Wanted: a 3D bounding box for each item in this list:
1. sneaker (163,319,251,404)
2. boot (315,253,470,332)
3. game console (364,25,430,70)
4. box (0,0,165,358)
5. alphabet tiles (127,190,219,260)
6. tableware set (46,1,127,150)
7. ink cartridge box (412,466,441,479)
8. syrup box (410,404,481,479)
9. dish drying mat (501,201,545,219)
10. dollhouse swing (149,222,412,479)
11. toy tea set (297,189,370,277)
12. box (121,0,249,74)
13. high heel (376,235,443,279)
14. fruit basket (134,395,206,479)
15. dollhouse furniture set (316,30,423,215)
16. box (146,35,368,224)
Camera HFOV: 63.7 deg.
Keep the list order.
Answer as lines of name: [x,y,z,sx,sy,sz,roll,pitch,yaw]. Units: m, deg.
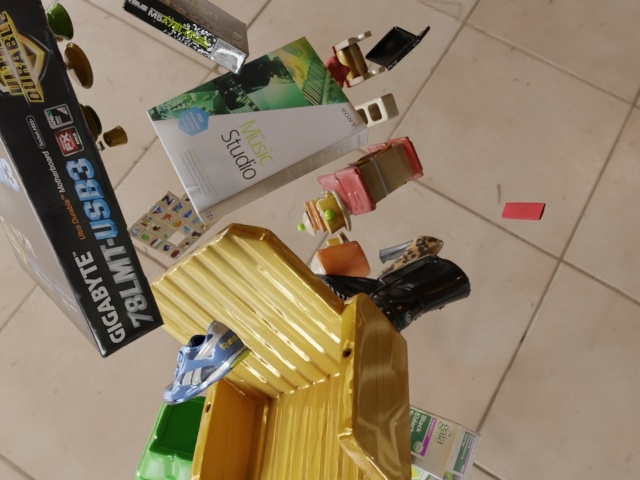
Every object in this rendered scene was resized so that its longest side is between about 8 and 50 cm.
sneaker: [-0.144,0.146,0.614,0.144,0.053,0.059,-39,89,26]
boot: [0.118,0.088,0.927,0.207,0.246,0.094,-21,110,-32]
game console: [0.182,-0.467,1.217,0.071,0.122,0.107,43,56,-12]
box: [-0.285,-0.070,0.506,0.073,0.294,0.295,-30,33,-32]
alphabet tiles: [-0.370,-0.061,1.381,0.237,0.198,0.009,-43,54,4]
tableware set: [-0.265,-0.173,0.572,0.024,0.104,0.154,-37,107,-40]
ink cartridge box: [0.204,0.515,1.137,0.209,0.109,0.062,-50,120,-16]
syrup box: [0.158,0.348,0.937,0.236,0.096,0.093,8,69,46]
dish drying mat: [0.355,-0.051,0.904,0.008,0.083,0.032,27,81,-28]
dollhouse swing: [-0.102,0.211,0.729,0.305,0.346,0.315,35,42,-31]
toy tea set: [0.000,0.000,1.104,0.124,0.336,0.200,-23,97,-3]
box: [-0.208,-0.360,0.831,0.190,0.045,0.184,25,31,-25]
high heel: [0.246,0.100,1.379,0.186,0.093,0.261,-17,46,24]
fruit basket: [-0.294,0.600,1.402,0.391,0.392,0.283,11,50,3]
dollhouse furniture set: [0.073,-0.265,1.217,0.201,0.152,0.374,-33,105,-31]
box: [-0.110,-0.199,0.900,0.321,0.058,0.232,-28,70,-9]
